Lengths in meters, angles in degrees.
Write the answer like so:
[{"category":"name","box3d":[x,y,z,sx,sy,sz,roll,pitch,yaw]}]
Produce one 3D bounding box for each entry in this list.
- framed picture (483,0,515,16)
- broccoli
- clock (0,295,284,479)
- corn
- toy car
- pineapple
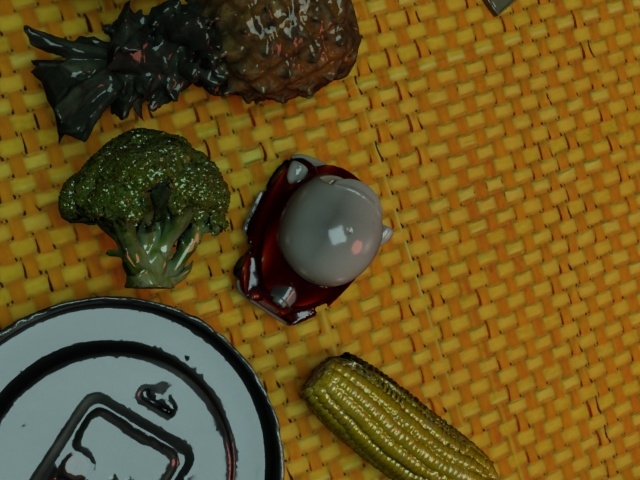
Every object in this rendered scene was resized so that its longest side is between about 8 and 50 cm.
[{"category":"framed picture","box3d":[0.195,-0.325,0.965,0.201,0.010,0.136,-42,101,-16]},{"category":"broccoli","box3d":[-0.128,-0.024,0.762,0.131,0.130,0.120,0,87,21]},{"category":"clock","box3d":[-0.168,0.179,0.787,0.280,0.055,0.281,1,87,-20]},{"category":"corn","box3d":[0.071,0.170,0.870,0.203,0.072,0.072,39,76,-14]},{"category":"toy car","box3d":[0.000,0.000,0.826,0.112,0.112,0.139,35,76,-16]},{"category":"pineapple","box3d":[-0.098,-0.148,0.794,0.248,0.128,0.128,-18,94,-15]}]
